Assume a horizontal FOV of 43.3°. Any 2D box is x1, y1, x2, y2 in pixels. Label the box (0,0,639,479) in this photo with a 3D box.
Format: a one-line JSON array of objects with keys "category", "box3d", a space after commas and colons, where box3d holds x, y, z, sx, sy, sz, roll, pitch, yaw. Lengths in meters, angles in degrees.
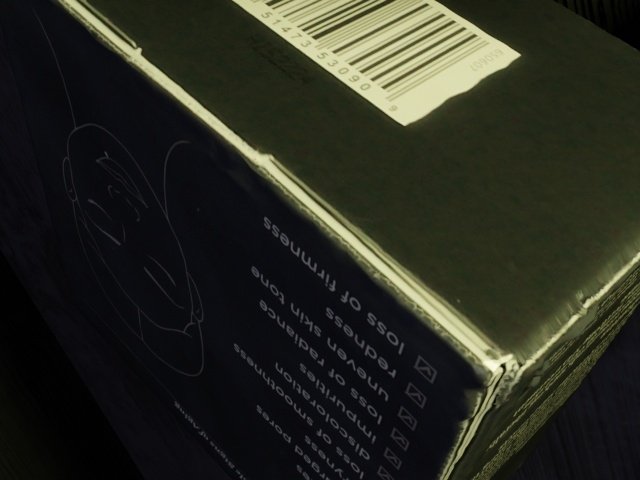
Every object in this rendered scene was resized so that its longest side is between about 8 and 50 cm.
[{"category": "box", "box3d": [0.000, 0.000, 0.710, 0.480, 0.297, 0.471, 41, 146, 23]}]
